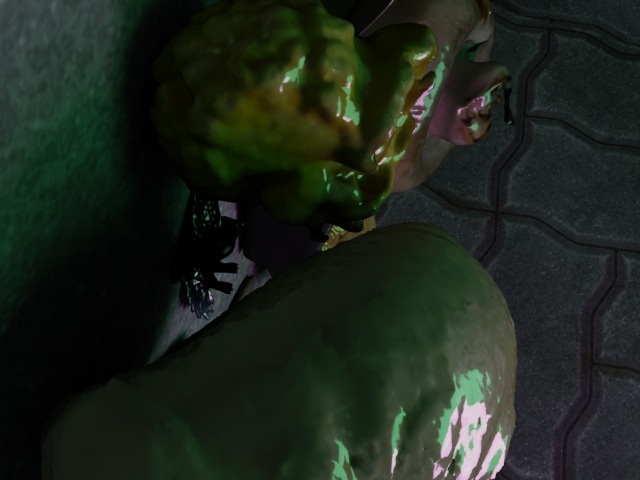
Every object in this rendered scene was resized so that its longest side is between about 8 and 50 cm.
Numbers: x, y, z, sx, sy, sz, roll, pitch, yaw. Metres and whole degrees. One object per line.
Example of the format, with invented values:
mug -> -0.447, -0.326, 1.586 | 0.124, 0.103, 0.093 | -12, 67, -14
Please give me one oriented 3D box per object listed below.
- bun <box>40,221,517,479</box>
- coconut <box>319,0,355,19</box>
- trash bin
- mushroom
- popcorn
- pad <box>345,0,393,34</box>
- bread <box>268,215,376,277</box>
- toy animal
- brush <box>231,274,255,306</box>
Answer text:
bun -> -0.011, 0.135, 0.516 | 0.365, 0.219, 0.365 | -27, 180, 0
coconut -> -0.011, -0.243, 0.656 | 0.081, 0.083, 0.082 | -119, -166, -52
trash bin -> -0.013, -0.074, 0.827 | 0.225, 0.115, 0.165 | 109, 4, -56
mushroom -> 0.180, -0.240, 1.123 | 0.362, 0.295, 0.362 | -53, 157, -34
popcorn -> -0.020, -0.091, 0.520 | 0.218, 0.189, 0.169 | 19, 87, -84
pad -> 0.015, -0.205, 0.678 | 0.266, 0.002, 0.176 | -31, -152, 49
bread -> 0.000, 0.000, 1.041 | 0.213, 0.105, 0.213 | 4, 84, -48
toy animal -> -0.107, 0.005, 0.668 | 0.108, 0.062, 0.220 | -92, -169, -54
brush -> -0.122, 0.118, 0.907 | 0.070, 0.021, 0.196 | 102, 10, -49
